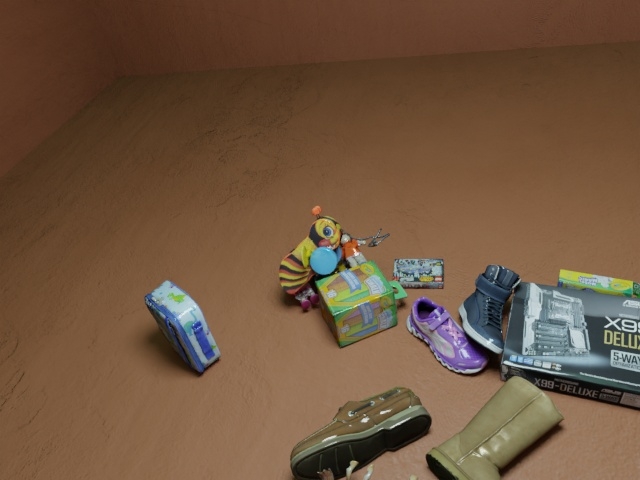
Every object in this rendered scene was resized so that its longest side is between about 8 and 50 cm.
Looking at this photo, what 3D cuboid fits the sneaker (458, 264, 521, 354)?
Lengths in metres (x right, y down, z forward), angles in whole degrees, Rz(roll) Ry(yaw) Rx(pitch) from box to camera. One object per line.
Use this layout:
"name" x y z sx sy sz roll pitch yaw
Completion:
"sneaker" 0.398 0.147 1.232 0.086 0.163 0.226 30 17 -10

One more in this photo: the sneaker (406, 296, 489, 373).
"sneaker" 0.293 0.214 1.272 0.095 0.105 0.236 -30 43 -22

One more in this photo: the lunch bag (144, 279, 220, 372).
"lunch bag" -0.340 0.216 1.344 0.090 0.219 0.176 -38 46 -27

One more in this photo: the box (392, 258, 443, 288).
"box" 0.270 0.091 1.485 0.136 0.027 0.094 -1 41 13

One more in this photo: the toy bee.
"toy bee" 0.000 0.000 1.395 0.298 0.162 0.195 -34 5 -5

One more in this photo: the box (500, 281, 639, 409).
"box" 0.575 0.223 1.194 0.307 0.077 0.243 8 49 24

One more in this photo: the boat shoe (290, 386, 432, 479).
"boat shoe" 0.073 0.397 1.120 0.307 0.111 0.104 -13 34 -17

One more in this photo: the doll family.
"doll family" 0.027 0.091 1.507 0.262 0.118 0.163 -32 46 4

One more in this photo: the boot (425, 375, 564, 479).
"boot" 0.372 0.406 1.036 0.269 0.089 0.236 -29 42 -21

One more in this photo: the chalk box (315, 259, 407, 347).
"chalk box" 0.114 0.151 1.372 0.212 0.132 0.132 -21 40 -10

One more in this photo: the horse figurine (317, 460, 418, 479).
"horse figurine" 0.110 0.509 0.986 0.263 0.066 0.175 12 60 15

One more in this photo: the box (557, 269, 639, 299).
"box" 0.655 0.130 1.275 0.179 0.105 0.043 8 51 23
